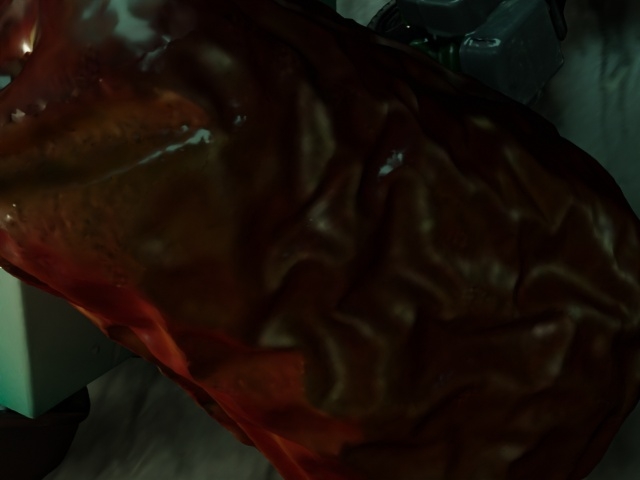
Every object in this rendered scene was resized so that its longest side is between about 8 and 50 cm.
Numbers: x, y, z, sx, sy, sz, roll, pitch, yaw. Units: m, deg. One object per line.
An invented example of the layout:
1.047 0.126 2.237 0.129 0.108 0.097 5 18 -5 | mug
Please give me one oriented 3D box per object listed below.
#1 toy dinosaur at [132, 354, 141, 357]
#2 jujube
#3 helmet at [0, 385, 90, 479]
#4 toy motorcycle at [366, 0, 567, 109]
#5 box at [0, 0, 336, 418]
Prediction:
-0.094 0.041 0.799 0.180 0.037 0.058 -8 26 4 | toy dinosaur
0.000 0.000 0.609 0.216 0.342 0.216 -24 49 30 | jujube
-0.172 0.095 0.743 0.098 0.070 0.123 5 15 -33 | helmet
0.148 -0.171 0.867 0.187 0.124 0.274 20 59 43 | toy motorcycle
-0.095 -0.040 0.742 0.092 0.153 0.245 19 34 32 | box
